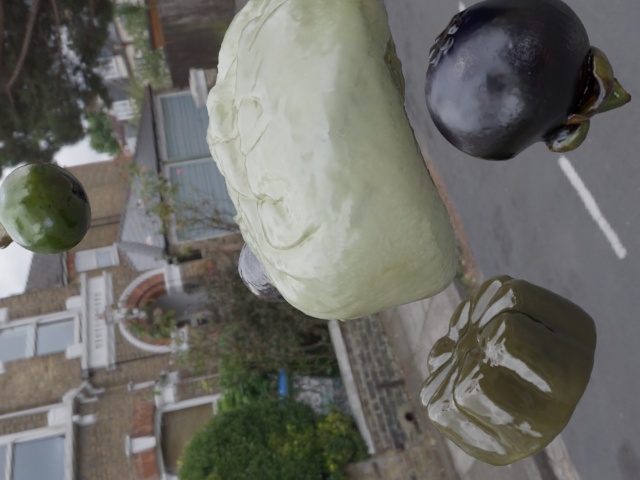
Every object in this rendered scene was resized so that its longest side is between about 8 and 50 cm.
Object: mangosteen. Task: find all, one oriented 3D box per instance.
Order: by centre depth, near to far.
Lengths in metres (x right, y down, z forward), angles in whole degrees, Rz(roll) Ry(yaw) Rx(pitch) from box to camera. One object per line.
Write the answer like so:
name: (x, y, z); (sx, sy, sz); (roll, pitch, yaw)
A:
mangosteen: (0.232, -0.172, 0.750); (0.194, 0.230, 0.194); (-160, 90, -80)

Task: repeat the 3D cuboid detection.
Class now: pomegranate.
pomegranate: (-0.544, -0.046, 1.276); (0.179, 0.210, 0.179); (43, 168, 11)

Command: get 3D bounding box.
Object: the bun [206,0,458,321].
bun: (-0.001, -0.055, 0.434); (0.229, 0.145, 0.229); (-14, -90, -79)

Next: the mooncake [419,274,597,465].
mooncake: (0.358, 0.249, 1.360); (0.378, 0.201, 0.378); (-54, 7, 10)

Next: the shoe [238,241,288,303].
shoe: (0.000, 0.000, 1.097); (0.171, 0.384, 0.237); (43, -157, -13)
